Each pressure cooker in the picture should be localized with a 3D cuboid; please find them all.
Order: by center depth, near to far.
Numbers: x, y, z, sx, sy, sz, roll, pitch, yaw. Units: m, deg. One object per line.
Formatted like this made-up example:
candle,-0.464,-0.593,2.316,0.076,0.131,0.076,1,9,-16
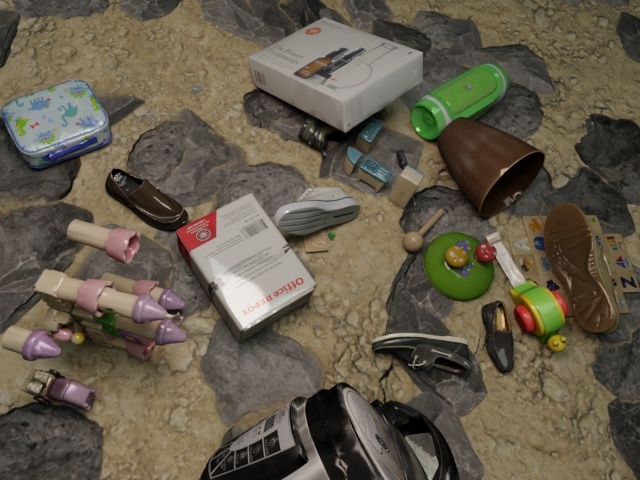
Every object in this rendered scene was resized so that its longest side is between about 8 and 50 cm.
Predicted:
pressure cooker,0.031,0.443,0.870,0.420,0.375,0.370,-37,52,4

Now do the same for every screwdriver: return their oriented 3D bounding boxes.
screwdriver,0.236,-0.169,1.445,0.025,0.024,0.169,-1,69,-43

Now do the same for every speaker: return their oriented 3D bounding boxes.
speaker,0.397,-0.397,1.520,0.297,0.131,0.131,-33,75,-22

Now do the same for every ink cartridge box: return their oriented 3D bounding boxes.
ink cartridge box,-0.168,0.061,1.206,0.197,0.114,0.272,-30,72,-22

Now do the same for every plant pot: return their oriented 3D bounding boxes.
plant pot,0.423,-0.217,1.412,0.215,0.215,0.230,-28,60,-21

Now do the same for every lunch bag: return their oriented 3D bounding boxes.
lunch bag,-0.631,-0.278,1.292,0.219,0.090,0.176,-29,72,-21

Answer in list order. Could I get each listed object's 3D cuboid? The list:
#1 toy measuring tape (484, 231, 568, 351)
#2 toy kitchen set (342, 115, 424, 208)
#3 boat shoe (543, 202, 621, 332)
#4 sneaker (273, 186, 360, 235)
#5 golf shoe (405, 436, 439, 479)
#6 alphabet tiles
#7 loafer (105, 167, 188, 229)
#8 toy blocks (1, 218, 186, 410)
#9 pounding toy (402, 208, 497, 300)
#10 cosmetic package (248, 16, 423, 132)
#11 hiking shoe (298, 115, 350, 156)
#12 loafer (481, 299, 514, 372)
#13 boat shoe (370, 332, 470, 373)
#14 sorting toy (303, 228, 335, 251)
toy measuring tape,0.502,0.114,1.298,0.121,0.121,0.330,-18,72,-18
toy kitchen set,0.183,-0.221,1.399,0.207,0.122,0.166,32,64,5
boat shoe,0.662,0.070,1.357,0.110,0.122,0.341,16,60,-45
sneaker,-0.021,-0.078,1.293,0.258,0.094,0.091,-9,47,-45
golf shoe,0.193,0.474,1.100,0.140,0.115,0.306,-13,62,-44
alphabet tiles,0.672,0.062,1.420,0.343,0.011,0.285,-1,66,-11
loafer,-0.414,-0.099,1.255,0.220,0.078,0.080,27,63,3
toy blocks,-0.377,0.172,1.018,0.260,0.288,0.308,17,60,4
pounding toy,0.339,0.026,1.319,0.183,0.110,0.237,-37,77,-23
cosmetic package,0.035,-0.452,1.417,0.284,0.097,0.377,-36,51,-25
hiking shoe,0.044,-0.323,1.455,0.114,0.086,0.227,44,71,-3
loafer,0.426,0.225,1.269,0.062,0.061,0.170,-4,67,-13
boat shoe,0.227,0.254,1.207,0.233,0.084,0.079,8,64,-10
sorting toy,0.000,0.000,1.322,0.083,0.012,0.062,-6,62,-9
